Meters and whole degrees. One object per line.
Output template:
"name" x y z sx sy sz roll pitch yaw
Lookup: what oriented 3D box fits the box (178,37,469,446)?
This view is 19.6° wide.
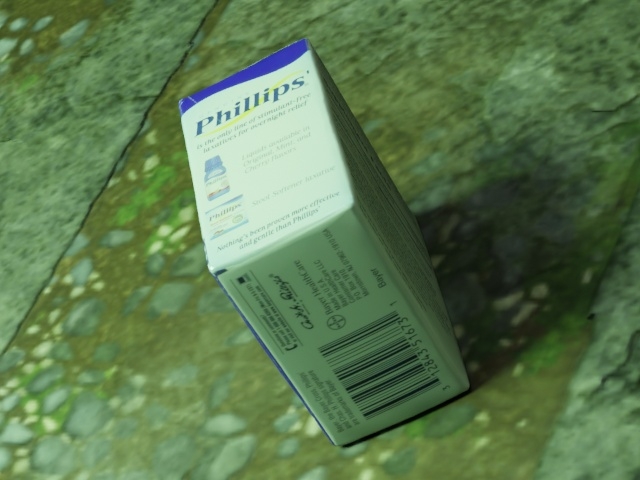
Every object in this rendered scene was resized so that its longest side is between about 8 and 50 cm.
"box" 0.000 0.000 0.853 0.072 0.126 0.137 -26 37 9
